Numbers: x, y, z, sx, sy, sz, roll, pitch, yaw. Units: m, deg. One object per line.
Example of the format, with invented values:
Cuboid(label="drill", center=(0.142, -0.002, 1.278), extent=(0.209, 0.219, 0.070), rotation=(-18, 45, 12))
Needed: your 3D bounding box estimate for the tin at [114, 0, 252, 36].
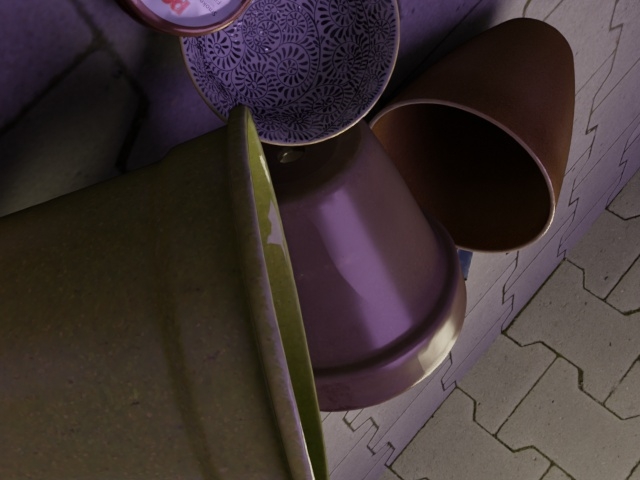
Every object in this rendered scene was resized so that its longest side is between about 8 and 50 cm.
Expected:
Cuboid(label="tin", center=(-0.063, -0.219, 0.477), extent=(0.106, 0.040, 0.189), rotation=(38, 89, -32))

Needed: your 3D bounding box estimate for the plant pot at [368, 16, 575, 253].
Cuboid(label="plant pot", center=(0.216, -0.154, 0.907), extent=(0.254, 0.237, 0.237), rotation=(-54, 159, -30))

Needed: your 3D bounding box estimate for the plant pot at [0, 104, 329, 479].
Cuboid(label="plant pot", center=(-0.142, 0.070, 0.485), extent=(0.254, 0.276, 0.276), rotation=(-11, 149, 0))

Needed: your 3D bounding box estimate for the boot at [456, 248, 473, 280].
Cuboid(label="boot", center=(0.196, -0.044, 1.086), extent=(0.082, 0.106, 0.219), rotation=(-54, 161, -69))

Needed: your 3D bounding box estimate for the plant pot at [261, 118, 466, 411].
Cuboid(label="plant pot", center=(0.000, 0.000, 0.727), extent=(0.263, 0.263, 0.229), rotation=(-42, 136, -20))

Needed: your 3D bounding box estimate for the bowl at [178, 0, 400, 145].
Cuboid(label="bowl", center=(-0.030, -0.162, 0.575), extent=(0.170, 0.080, 0.170), rotation=(-4, 103, -16))
